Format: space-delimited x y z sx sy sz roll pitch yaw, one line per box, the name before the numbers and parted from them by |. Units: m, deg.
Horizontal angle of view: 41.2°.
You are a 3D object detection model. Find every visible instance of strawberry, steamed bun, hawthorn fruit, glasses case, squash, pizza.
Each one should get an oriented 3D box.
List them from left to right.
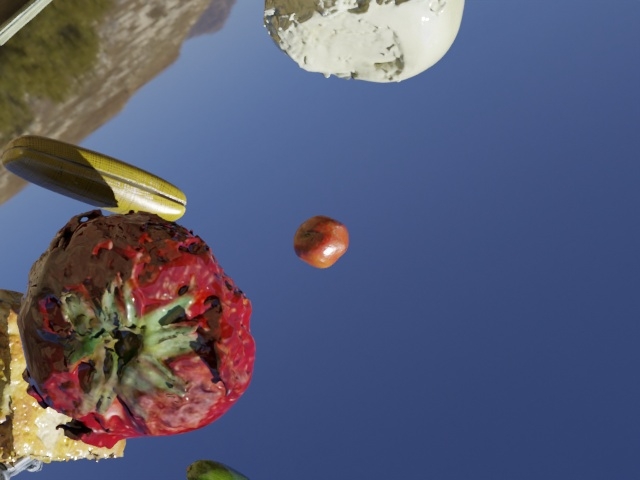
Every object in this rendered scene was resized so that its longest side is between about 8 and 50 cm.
pizza | -0.408 0.226 1.253 0.086 0.335 0.226 -7 -146 36
glasses case | -0.279 -0.075 1.072 0.079 0.234 0.064 -16 -119 52
strawberry | -0.195 0.094 0.940 0.274 0.274 0.220 -27 -166 14
squash | -0.086 0.370 1.127 0.069 0.258 0.069 -27 -149 17
hawthorn fruit | 0.000 0.000 1.902 0.128 0.128 0.128 -27 -158 12
steamed bun | 0.075 -0.444 1.413 0.334 0.233 0.312 3 -120 -1

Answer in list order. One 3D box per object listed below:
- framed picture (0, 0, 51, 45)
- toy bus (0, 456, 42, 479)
framed picture | -0.512 -0.301 1.135 0.252 0.197 0.014 -60 175 -36
toy bus | -0.499 0.323 1.473 0.342 0.138 0.097 -37 170 22
